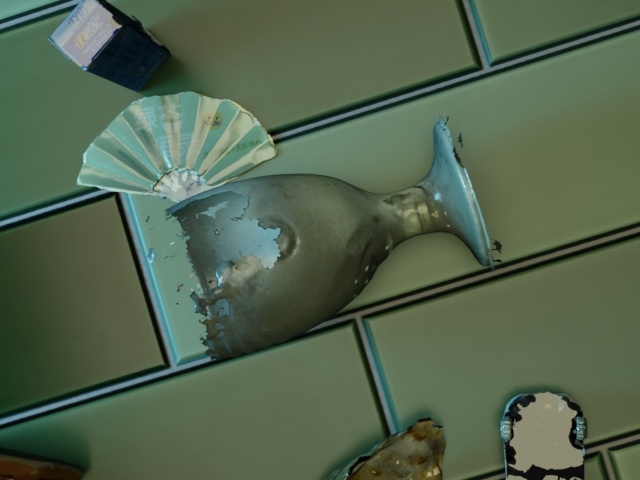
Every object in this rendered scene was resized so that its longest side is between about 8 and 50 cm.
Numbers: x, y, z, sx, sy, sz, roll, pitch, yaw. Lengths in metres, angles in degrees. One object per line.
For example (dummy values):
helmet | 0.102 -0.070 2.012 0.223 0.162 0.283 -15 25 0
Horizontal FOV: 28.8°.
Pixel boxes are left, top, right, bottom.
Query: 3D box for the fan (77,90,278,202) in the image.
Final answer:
fan | -0.171 -0.106 1.442 0.240 0.009 0.131 -9 86 5

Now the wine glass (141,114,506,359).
wine glass | 0.003 0.001 1.341 0.356 0.190 0.191 -17 88 0

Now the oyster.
oyster | 0.049 0.328 1.389 0.166 0.094 0.294 42 83 -14

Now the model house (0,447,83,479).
model house | -0.407 0.332 1.369 0.219 0.199 0.229 8 86 17

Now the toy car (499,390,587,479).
toy car | 0.247 0.268 1.377 0.095 0.056 0.205 -2 93 5

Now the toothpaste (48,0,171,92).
toothpaste | -0.215 -0.206 1.313 0.053 0.272 0.066 43 94 0
